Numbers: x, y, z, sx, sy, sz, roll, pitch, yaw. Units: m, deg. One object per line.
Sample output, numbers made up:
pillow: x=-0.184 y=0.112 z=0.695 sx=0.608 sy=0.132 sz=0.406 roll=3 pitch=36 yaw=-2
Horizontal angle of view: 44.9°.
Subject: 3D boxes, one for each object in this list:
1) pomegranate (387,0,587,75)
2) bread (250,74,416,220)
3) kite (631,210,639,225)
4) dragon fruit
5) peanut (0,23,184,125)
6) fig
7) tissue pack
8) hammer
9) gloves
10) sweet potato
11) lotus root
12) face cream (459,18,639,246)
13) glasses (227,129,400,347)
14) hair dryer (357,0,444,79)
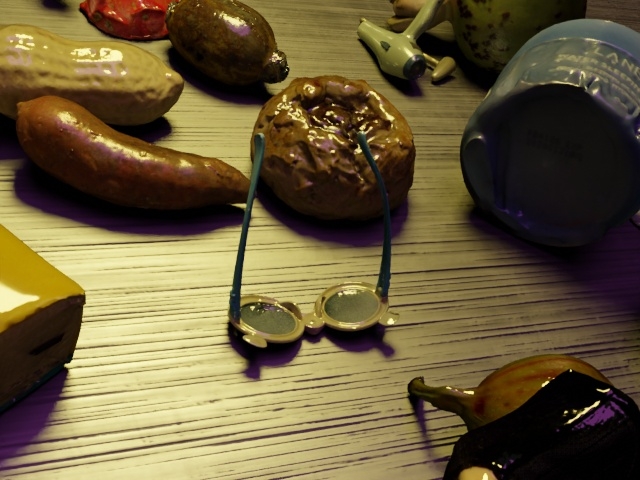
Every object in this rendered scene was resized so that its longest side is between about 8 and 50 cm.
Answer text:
pomegranate: x=0.278 y=-0.425 z=1.325 sx=0.340 sy=0.285 sz=0.285 roll=-2 pitch=42 yaw=10
bread: x=0.024 y=-0.128 z=1.010 sx=0.230 sy=0.123 sz=0.230 roll=13 pitch=42 yaw=-12
kite: x=0.573 y=0.041 z=1.122 sx=0.169 sy=0.015 sz=0.310 roll=-2 pitch=45 yaw=-22
dragon fruit: x=-0.276 y=-0.382 z=1.166 sx=0.153 sy=0.111 sz=0.153 roll=9 pitch=48 yaw=-10
peanut: x=-0.300 y=-0.197 z=0.965 sx=0.256 sy=0.123 sz=0.123 roll=1 pitch=45 yaw=-34
fig: x=0.201 y=0.168 z=0.755 sx=0.186 sy=0.142 sz=0.148 roll=25 pitch=22 yaw=-9
tissue pack: x=-0.367 y=0.043 z=0.678 sx=0.271 sy=0.134 sz=0.192 roll=35 pitch=44 yaw=15
hammer: x=0.138 y=-0.330 z=1.335 sx=0.195 sy=0.028 sz=0.060 roll=35 pitch=51 yaw=20
gloves: x=0.157 y=0.253 z=0.608 sx=0.301 sy=0.152 sz=0.197 roll=-52 pitch=120 yaw=-27
sweet potato: x=-0.217 y=-0.082 z=0.902 sx=0.291 sy=0.097 sz=0.097 roll=21 pitch=42 yaw=-13
lotus root: x=-0.135 y=-0.290 z=1.123 sx=0.209 sy=0.120 sz=0.120 roll=29 pitch=43 yaw=11
face cream: x=0.336 y=-0.143 z=1.049 sx=0.249 sy=0.249 sz=0.225 roll=29 pitch=46 yaw=9
glasses: x=-0.013 y=-0.007 z=0.834 sx=0.189 sy=0.221 sz=0.088 roll=-6 pitch=10 yaw=-24
hair dryer: x=0.140 y=-0.370 z=1.272 sx=0.067 sy=0.199 sz=0.167 roll=20 pitch=8 yaw=-46
